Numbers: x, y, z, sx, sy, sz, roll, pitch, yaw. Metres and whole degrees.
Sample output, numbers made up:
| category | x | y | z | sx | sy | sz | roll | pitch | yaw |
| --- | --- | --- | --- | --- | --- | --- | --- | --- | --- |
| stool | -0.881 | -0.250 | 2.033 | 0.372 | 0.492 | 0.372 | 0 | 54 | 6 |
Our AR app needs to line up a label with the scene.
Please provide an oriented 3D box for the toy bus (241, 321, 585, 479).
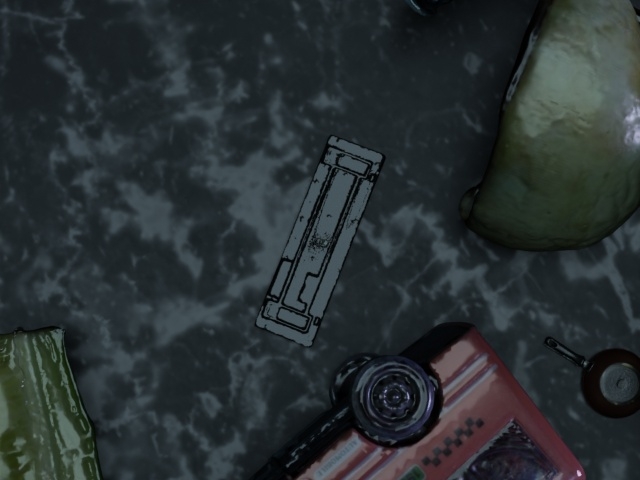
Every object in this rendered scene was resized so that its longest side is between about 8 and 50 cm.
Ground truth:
| category | x | y | z | sx | sy | sz | roll | pitch | yaw |
| --- | --- | --- | --- | --- | --- | --- | --- | --- | --- |
| toy bus | 0.018 | 0.271 | 1.406 | 0.427 | 0.203 | 0.233 | -41 | 91 | -6 |

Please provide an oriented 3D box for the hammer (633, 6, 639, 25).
| category | x | y | z | sx | sy | sz | roll | pitch | yaw |
| --- | --- | --- | --- | --- | --- | --- | --- | --- | --- |
| hammer | 0.339 | -0.203 | 1.537 | 0.178 | 0.021 | 0.065 | 29 | 86 | 2 |

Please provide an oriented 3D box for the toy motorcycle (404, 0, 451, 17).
| category | x | y | z | sx | sy | sz | roll | pitch | yaw |
| --- | --- | --- | --- | --- | --- | --- | --- | --- | --- |
| toy motorcycle | 0.165 | -0.306 | 1.438 | 0.154 | 0.260 | 0.206 | 43 | 127 | 3 |

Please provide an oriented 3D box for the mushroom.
| category | x | y | z | sx | sy | sz | roll | pitch | yaw |
| --- | --- | --- | --- | --- | --- | --- | --- | --- | --- |
| mushroom | 0.246 | -0.111 | 1.443 | 0.164 | 0.189 | 0.267 | 23 | 86 | 5 |

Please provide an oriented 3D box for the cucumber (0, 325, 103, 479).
| category | x | y | z | sx | sy | sz | roll | pitch | yaw |
| --- | --- | --- | --- | --- | --- | --- | --- | --- | --- |
| cucumber | -0.277 | 0.241 | 1.456 | 0.145 | 0.105 | 0.325 | -13 | 86 | -19 |

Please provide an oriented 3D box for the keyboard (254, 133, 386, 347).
| category | x | y | z | sx | sy | sz | roll | pitch | yaw |
| --- | --- | --- | --- | --- | --- | --- | --- | --- | --- |
| keyboard | 0.000 | 0.000 | 1.520 | 0.061 | 0.013 | 0.204 | 21 | 86 | 2 |

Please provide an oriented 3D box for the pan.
| category | x | y | z | sx | sy | sz | roll | pitch | yaw |
| --- | --- | --- | --- | --- | --- | --- | --- | --- | --- |
| pan | 0.269 | 0.127 | 1.506 | 0.115 | 0.023 | 0.068 | 31 | 86 | 2 |
